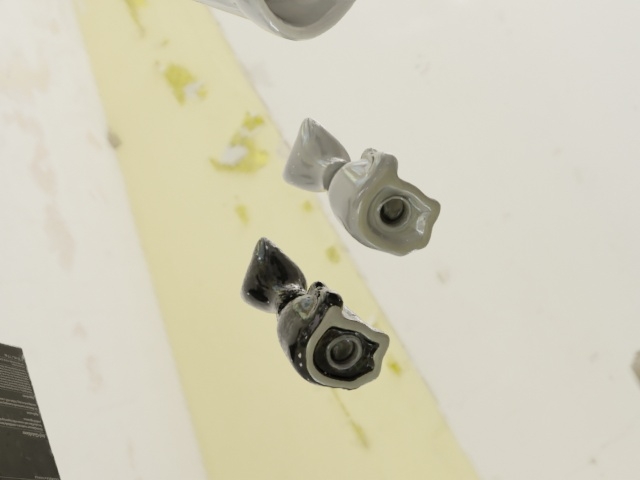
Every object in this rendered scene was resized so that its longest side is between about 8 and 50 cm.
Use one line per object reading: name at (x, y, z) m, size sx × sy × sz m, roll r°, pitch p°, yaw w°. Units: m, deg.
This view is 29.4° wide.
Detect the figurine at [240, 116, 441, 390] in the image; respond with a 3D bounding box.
figurine at (0.000, 0.000, 1.145) m, size 0.092 × 0.215 × 0.209 m, roll 14°, pitch -168°, yaw -31°

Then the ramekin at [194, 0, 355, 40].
ramekin at (-0.047, -0.300, 0.919) m, size 0.135 × 0.277 × 0.277 m, roll 17°, pitch 176°, yaw 23°

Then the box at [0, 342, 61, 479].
box at (-0.384, 0.187, 1.208) m, size 0.184 × 0.103 × 0.261 m, roll 65°, pitch -166°, yaw 22°
